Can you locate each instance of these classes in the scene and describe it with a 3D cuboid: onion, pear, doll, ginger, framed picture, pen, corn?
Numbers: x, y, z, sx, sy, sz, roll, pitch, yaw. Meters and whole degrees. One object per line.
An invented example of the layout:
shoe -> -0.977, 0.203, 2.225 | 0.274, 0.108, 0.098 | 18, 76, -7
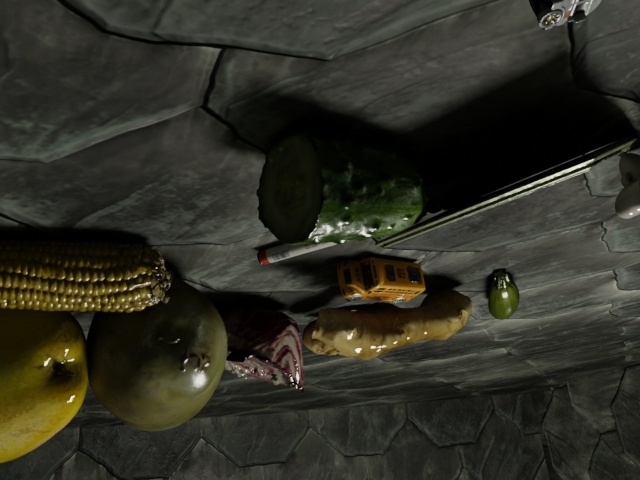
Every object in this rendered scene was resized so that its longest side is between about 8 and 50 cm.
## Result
onion -> -0.169, 0.200, 1.424 | 0.279, 0.146, 0.314 | 13, 164, 16
pear -> -0.523, 0.210, 1.107 | 0.284, 0.285, 0.336 | 8, 148, -35
doll -> 0.467, -0.059, 0.935 | 0.160, 0.161, 0.059 | -18, 169, -26
ginger -> 0.137, 0.169, 1.341 | 0.362, 0.122, 0.348 | -4, 179, 1
framed picture -> 0.241, -0.059, 0.888 | 0.296, 0.019, 0.232 | -24, 179, 37
pen -> 0.000, 0.000, 1.085 | 0.218, 0.026, 0.026 | -16, 158, 21
corn -> -0.365, 0.049, 0.975 | 0.317, 0.115, 0.115 | 2, 158, -24

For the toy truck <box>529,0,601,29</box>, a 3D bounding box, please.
toy truck -> 0.198, -0.220, 0.529 | 0.062, 0.052, 0.123 | -14, 158, 0

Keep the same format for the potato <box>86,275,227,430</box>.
potato -> -0.280, 0.187, 1.176 | 0.220, 0.243, 0.326 | -7, 149, -28

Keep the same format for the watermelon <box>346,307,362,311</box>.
watermelon -> 0.073, 0.181, 1.536 | 0.163, 0.087, 0.069 | -9, 129, -1

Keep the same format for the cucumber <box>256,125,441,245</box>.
cucumber -> 0.054, -0.054, 0.829 | 0.244, 0.134, 0.134 | 4, 157, -37

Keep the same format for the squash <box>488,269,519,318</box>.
squash -> 0.396, 0.127, 1.499 | 0.066, 0.066, 0.252 | -11, 159, 10

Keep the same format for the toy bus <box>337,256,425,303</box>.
toy bus -> 0.109, 0.069, 1.241 | 0.162, 0.070, 0.074 | 7, 154, -38
